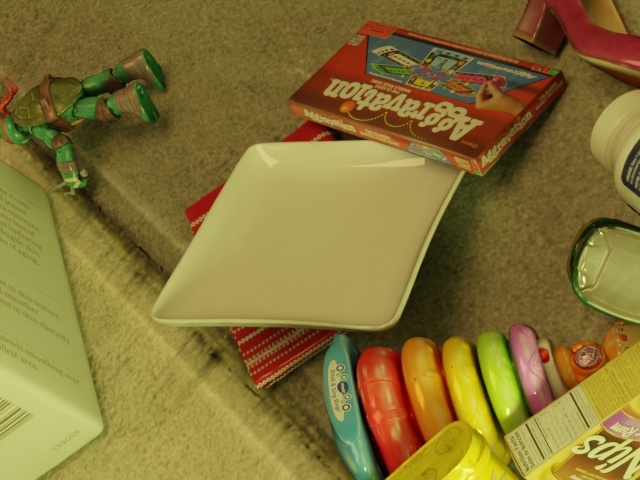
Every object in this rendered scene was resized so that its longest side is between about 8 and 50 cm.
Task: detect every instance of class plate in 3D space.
[{"bbox_3d":[0.000,0.000,1.810,0.277,0.045,0.278,1,43,28],"label":"plate"}]

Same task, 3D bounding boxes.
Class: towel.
[{"bbox_3d":[-0.030,0.009,1.922,0.199,0.031,0.275,-35,50,14],"label":"towel"}]

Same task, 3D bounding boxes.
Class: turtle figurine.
[{"bbox_3d":[-0.307,-0.149,2.178,0.234,0.118,0.175,-21,53,20],"label":"turtle figurine"}]

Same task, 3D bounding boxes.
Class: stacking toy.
[{"bbox_3d":[0.166,0.140,1.619,0.302,0.165,0.175,-20,44,11],"label":"stacking toy"}]

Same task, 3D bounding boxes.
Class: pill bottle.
[{"bbox_3d":[0.334,-0.058,1.619,0.112,0.112,0.186,-48,46,5],"label":"pill bottle"}]

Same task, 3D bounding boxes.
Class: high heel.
[{"bbox_3d":[0.294,-0.224,1.772,0.244,0.082,0.117,32,96,57],"label":"high heel"}]

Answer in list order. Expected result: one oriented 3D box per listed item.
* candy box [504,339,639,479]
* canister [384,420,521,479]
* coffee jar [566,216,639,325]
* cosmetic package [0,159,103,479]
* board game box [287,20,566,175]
[{"bbox_3d":[0.266,0.155,1.548,0.187,0.109,0.053,-37,47,16],"label":"candy box"},{"bbox_3d":[0.139,0.255,1.540,0.126,0.170,0.073,-43,19,9],"label":"canister"},{"bbox_3d":[0.267,0.025,1.568,0.096,0.184,0.079,21,95,5],"label":"coffee jar"},{"bbox_3d":[-0.499,0.093,2.028,0.327,0.329,0.393,-35,47,17],"label":"cosmetic package"},{"bbox_3d":[0.107,-0.155,1.880,0.281,0.027,0.145,21,59,43],"label":"board game box"}]
